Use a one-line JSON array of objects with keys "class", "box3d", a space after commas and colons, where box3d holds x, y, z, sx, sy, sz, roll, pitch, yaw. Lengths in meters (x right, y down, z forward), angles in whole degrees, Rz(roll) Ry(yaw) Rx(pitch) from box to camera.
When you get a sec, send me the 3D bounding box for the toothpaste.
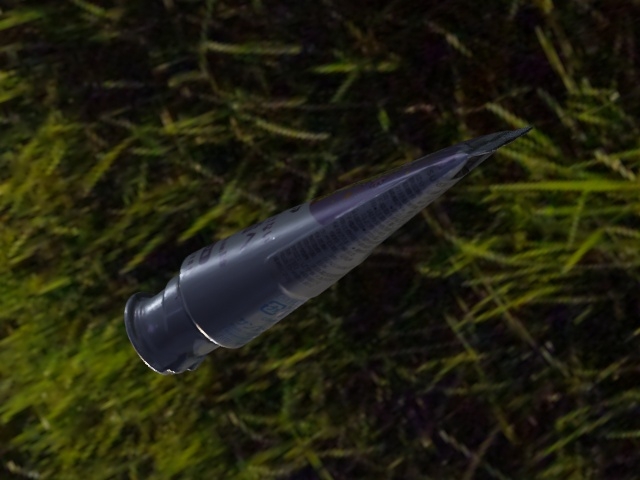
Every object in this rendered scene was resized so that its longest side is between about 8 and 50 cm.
[{"class": "toothpaste", "box3d": [0.000, 0.000, 0.838, 0.299, 0.114, 0.073, -30, 87, 24]}]
